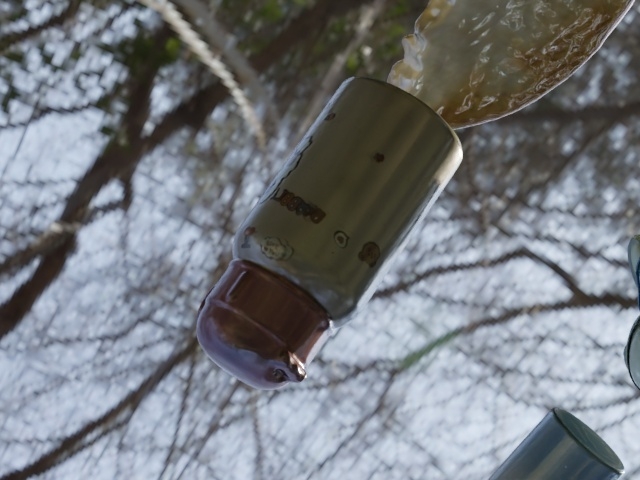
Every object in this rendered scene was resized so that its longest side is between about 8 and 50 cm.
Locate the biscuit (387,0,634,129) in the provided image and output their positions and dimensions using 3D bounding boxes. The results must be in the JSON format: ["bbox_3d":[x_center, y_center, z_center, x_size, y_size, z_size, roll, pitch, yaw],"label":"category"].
[{"bbox_3d":[0.189,-0.219,1.409,0.204,0.309,0.040,4,-139,-37],"label":"biscuit"}]

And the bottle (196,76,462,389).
[{"bbox_3d":[0.000,0.000,1.181,0.110,0.110,0.233,34,-103,2],"label":"bottle"}]

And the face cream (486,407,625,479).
[{"bbox_3d":[0.130,0.246,1.279,0.077,0.250,0.077,37,-166,-11],"label":"face cream"}]

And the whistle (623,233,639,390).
[{"bbox_3d":[0.313,0.050,1.437,0.077,0.235,0.114,-20,-145,-23],"label":"whistle"}]
